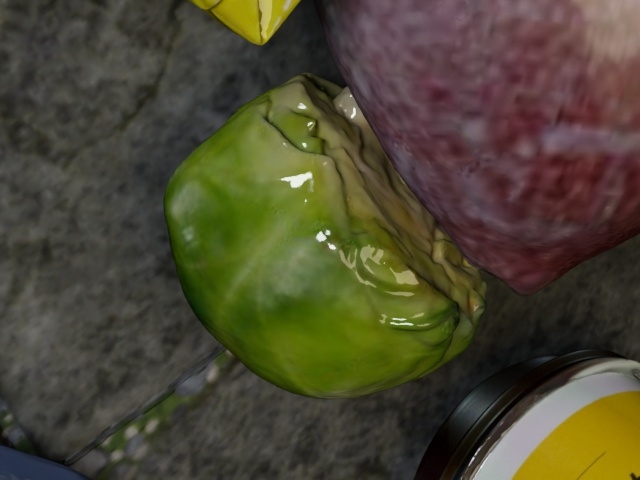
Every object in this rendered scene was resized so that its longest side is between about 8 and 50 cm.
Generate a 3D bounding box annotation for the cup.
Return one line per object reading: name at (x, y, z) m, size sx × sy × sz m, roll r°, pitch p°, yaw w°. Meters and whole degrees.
cup at (0.192, 0.189, 0.986) m, size 0.196 × 0.280 × 0.196 m, roll -21°, pitch 126°, yaw -33°

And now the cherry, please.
cherry at (0.106, -0.122, 0.794) m, size 0.230 × 0.203 × 0.300 m, roll -8°, pitch 101°, yaw -47°

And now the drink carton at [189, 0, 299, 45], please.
drink carton at (0.015, -0.259, 0.696) m, size 0.351 × 0.154 × 0.111 m, roll -53°, pitch 131°, yaw -1°

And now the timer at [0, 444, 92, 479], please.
timer at (-0.250, 0.255, 0.766) m, size 0.395 × 0.173 × 0.395 m, roll -17°, pitch 123°, yaw -28°

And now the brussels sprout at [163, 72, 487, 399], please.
brussels sprout at (-0.002, 0.005, 0.847) m, size 0.122 × 0.151 × 0.149 m, roll -30°, pitch 164°, yaw 21°
